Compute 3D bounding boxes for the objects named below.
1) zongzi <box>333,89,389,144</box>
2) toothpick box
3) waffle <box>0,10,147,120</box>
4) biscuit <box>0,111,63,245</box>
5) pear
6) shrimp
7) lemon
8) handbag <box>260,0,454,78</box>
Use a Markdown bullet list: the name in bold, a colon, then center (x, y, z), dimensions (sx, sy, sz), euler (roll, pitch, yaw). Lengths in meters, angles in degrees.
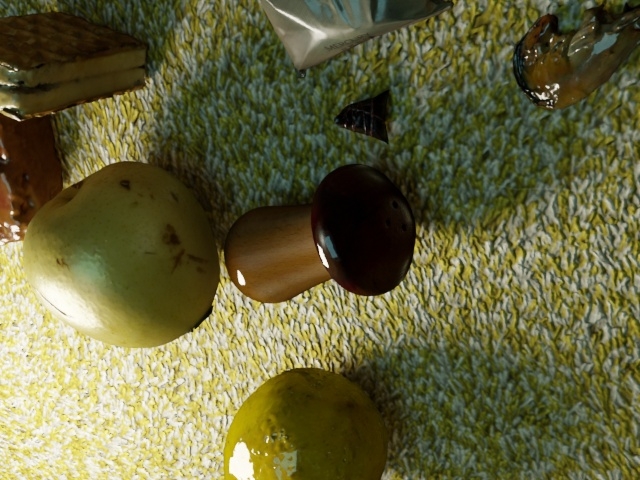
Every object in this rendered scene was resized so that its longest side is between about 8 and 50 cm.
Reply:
- **zongzi**: center (0.072, -0.168, 1.431), dimensions (0.083, 0.067, 0.074), euler (-18, 96, 19)
- **toothpick box**: center (0.000, 0.000, 1.477), dimensions (0.294, 0.192, 0.192), euler (-14, 105, 41)
- **waffle**: center (-0.431, -0.275, 1.528), dimensions (0.212, 0.308, 0.091), euler (23, 116, 21)
- **biscuit**: center (-0.661, -0.159, 1.812), dimensions (0.395, 0.166, 0.343), euler (-2, 110, 31)
- **pear**: center (-0.313, 0.025, 1.610), dimensions (0.309, 0.309, 0.309), euler (14, 119, 26)
- **shrimp**: center (0.334, -0.262, 1.216), dimensions (0.117, 0.066, 0.262), euler (46, 126, 5)
- **lemon**: center (-0.030, 0.348, 1.613), dimensions (0.258, 0.258, 0.310), euler (34, 119, 13)
- **handbag**: center (0.028, -0.336, 1.336), dimensions (0.270, 0.117, 0.182), euler (-16, 118, 37)
